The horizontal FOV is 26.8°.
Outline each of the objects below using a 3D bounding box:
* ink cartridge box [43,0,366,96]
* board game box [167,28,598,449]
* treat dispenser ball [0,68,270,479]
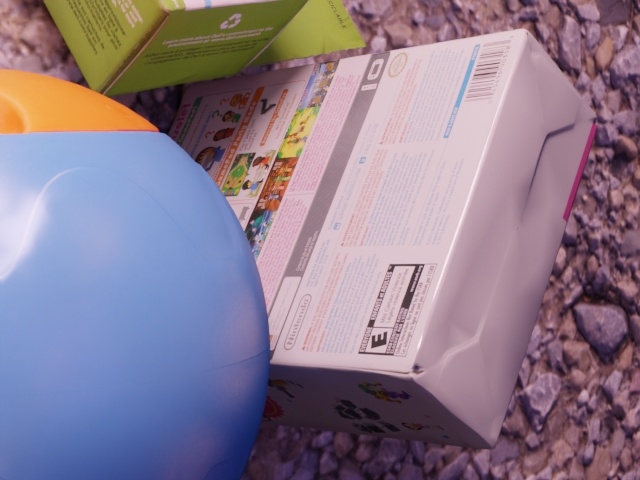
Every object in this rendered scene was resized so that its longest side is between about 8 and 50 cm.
[{"bbox_3d":[-0.070,-0.212,0.887,0.255,0.097,0.189,-18,74,-45],"label":"ink cartridge box"},{"bbox_3d":[0.000,0.000,0.855,0.097,0.303,0.224,41,61,-38],"label":"board game box"},{"bbox_3d":[-0.169,0.056,0.689,0.288,0.288,0.288,1,88,-46],"label":"treat dispenser ball"}]
